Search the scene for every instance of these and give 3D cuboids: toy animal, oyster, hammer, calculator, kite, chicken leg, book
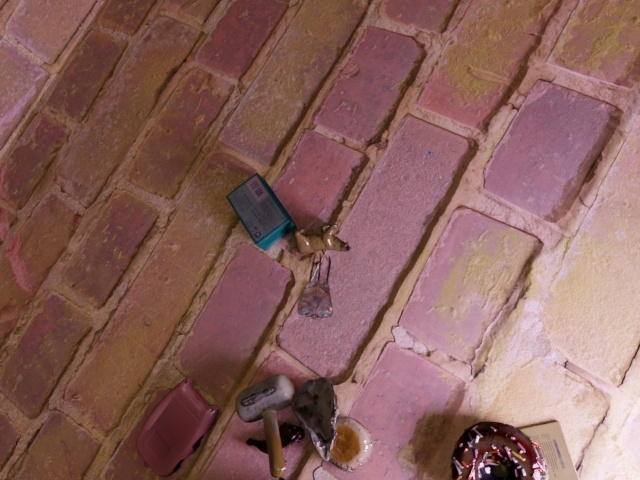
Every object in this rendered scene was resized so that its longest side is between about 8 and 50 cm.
[{"bbox_3d":[0.000,0.000,1.769,0.219,0.103,0.101,-7,90,14],"label":"toy animal"},{"bbox_3d":[0.000,0.520,1.557,0.199,0.087,0.252,-29,37,-33],"label":"oyster"},{"bbox_3d":[-0.153,0.585,1.594,0.202,0.113,0.305,-29,50,10],"label":"hammer"},{"bbox_3d":[-0.509,0.654,1.758,0.220,0.048,0.329,37,90,22],"label":"calculator"},{"bbox_3d":[-0.004,0.159,1.758,0.127,0.016,0.229,7,80,17],"label":"kite"},{"bbox_3d":[-0.145,0.647,1.642,0.205,0.053,0.093,-22,46,4],"label":"chicken leg"},{"bbox_3d":[0.600,0.613,1.427,0.192,0.013,0.168,-17,70,13],"label":"book"}]

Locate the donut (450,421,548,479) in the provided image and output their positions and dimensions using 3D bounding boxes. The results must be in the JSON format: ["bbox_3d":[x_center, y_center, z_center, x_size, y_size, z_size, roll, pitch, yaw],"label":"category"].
[{"bbox_3d":[0.485,0.636,1.398,0.270,0.103,0.269,-7,74,25],"label":"donut"}]

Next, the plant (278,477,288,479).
[{"bbox_3d":[-0.029,0.845,1.456,0.312,0.215,0.213,22,86,13],"label":"plant"}]

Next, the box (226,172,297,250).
[{"bbox_3d":[-0.217,-0.104,1.861,0.153,0.092,0.245,-36,68,4],"label":"box"}]

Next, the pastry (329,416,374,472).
[{"bbox_3d":[0.080,0.621,1.555,0.166,0.088,0.165,-7,71,20],"label":"pastry"}]
